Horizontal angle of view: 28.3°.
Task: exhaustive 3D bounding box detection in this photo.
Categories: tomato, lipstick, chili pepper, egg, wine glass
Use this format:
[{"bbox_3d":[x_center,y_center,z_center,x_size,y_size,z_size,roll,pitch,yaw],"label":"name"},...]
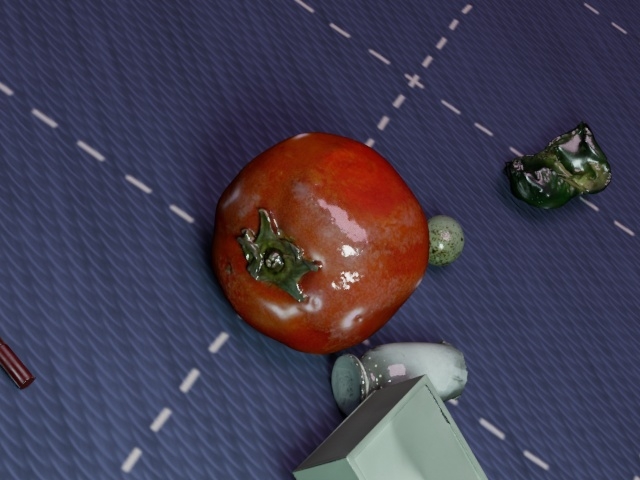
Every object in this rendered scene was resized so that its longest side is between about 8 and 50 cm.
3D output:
[{"bbox_3d":[0.000,0.000,1.971,0.325,0.293,0.290,44,28,17],"label":"tomato"},{"bbox_3d":[-0.453,0.131,1.738,0.176,0.027,0.027,47,43,15],"label":"lipstick"},{"bbox_3d":[0.461,-0.126,2.517,0.265,0.116,0.148,-25,79,-44],"label":"chili pepper"},{"bbox_3d":[0.212,-0.002,2.245,0.085,0.085,0.110,26,36,-10],"label":"egg"},{"bbox_3d":[0.122,0.213,1.969,0.205,0.111,0.111,-6,55,-29],"label":"wine glass"}]

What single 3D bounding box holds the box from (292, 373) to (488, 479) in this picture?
[{"bbox_3d":[0.109,0.347,1.783,0.225,0.117,0.225,-37,100,-48],"label":"box"}]
